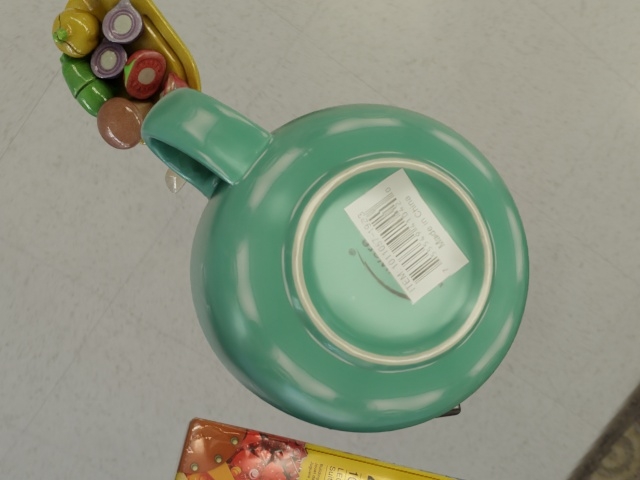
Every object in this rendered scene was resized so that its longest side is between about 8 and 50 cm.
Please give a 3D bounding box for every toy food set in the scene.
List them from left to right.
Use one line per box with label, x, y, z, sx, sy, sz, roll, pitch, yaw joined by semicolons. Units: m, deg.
toy food set;-0.191;-0.153;0.905;0.128;0.071;0.218;-37;92;30

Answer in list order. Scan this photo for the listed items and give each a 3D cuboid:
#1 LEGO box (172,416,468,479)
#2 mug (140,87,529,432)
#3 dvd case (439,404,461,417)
LEGO box;-0.030;0.484;1.022;0.373;0.193;0.500;14;76;-5
mug;0.003;0.009;0.367;0.158;0.097;0.129;7;84;-12
dvd case;0.067;0.088;0.910;0.022;0.253;0.180;-15;76;30
